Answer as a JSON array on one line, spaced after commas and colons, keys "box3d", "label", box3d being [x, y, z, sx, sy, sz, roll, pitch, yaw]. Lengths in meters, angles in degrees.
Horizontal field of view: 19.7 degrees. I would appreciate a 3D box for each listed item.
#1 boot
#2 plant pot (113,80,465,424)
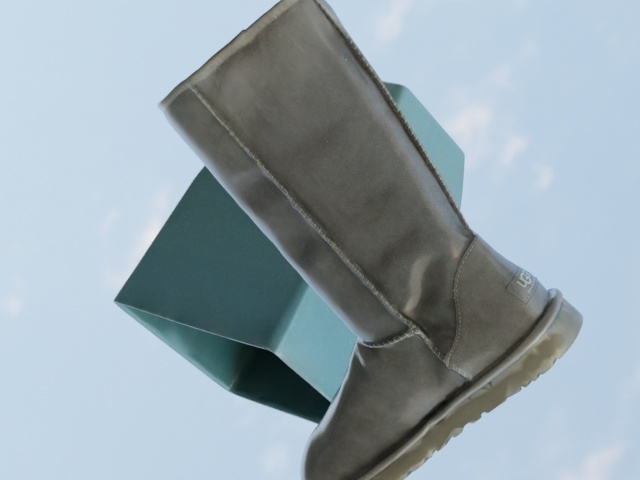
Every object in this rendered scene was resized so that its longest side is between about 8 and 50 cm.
[{"box3d": [-0.003, 0.009, 0.869, 0.190, 0.208, 0.076, -42, -170, 24], "label": "boot"}, {"box3d": [0.000, 0.000, 1.382, 0.165, 0.166, 0.234, 15, -110, 40], "label": "plant pot"}]
